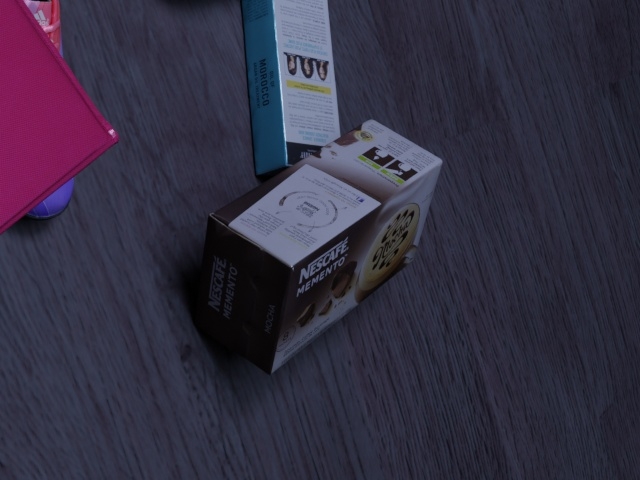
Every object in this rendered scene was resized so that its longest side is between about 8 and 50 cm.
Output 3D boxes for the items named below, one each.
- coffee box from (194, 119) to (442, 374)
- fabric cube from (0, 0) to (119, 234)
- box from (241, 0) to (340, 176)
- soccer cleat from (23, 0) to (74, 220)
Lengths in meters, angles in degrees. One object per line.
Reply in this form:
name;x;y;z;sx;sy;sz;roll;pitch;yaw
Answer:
coffee box;0.000;0.000;1.344;0.297;0.119;0.168;-34;148;-43
fabric cube;-0.379;-0.090;0.948;0.258;0.259;0.254;-47;112;-40
box;-0.036;-0.202;1.447;0.100;0.060;0.244;3;78;-44
soccer cleat;-0.300;-0.179;1.145;0.109;0.116;0.318;-13;89;-45
